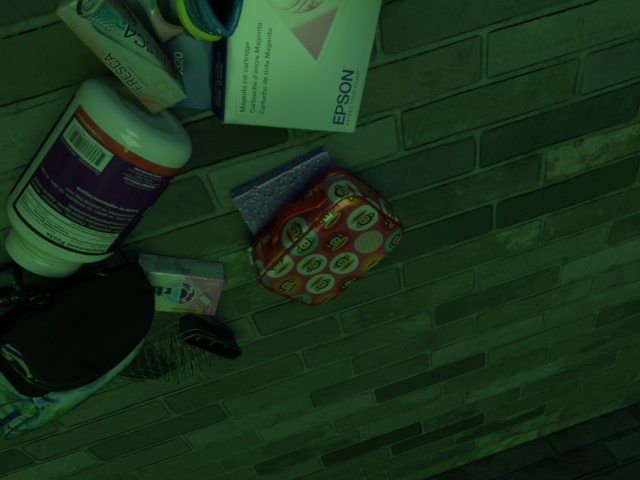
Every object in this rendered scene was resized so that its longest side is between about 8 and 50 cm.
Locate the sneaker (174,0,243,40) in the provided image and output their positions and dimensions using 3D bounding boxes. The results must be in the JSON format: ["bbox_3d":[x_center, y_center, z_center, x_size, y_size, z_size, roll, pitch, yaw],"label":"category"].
[{"bbox_3d":[-0.139,-0.370,0.520,0.091,0.126,0.240,-28,136,-25],"label":"sneaker"}]

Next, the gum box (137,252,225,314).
[{"bbox_3d":[-0.313,0.096,0.917,0.188,0.062,0.107,9,122,-22],"label":"gum box"}]

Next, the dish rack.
[{"bbox_3d":[-0.348,0.276,0.997,0.272,0.074,0.208,-30,145,7],"label":"dish rack"}]

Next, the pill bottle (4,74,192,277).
[{"bbox_3d":[-0.370,-0.090,0.691,0.181,0.181,0.323,34,111,-33],"label":"pill bottle"}]

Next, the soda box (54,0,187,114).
[{"bbox_3d":[-0.260,-0.259,0.572,0.063,0.058,0.183,-25,151,7],"label":"soda box"}]

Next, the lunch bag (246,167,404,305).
[{"bbox_3d":[0.000,0.000,0.868,0.293,0.120,0.258,-42,139,19],"label":"lunch bag"}]

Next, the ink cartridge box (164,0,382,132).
[{"bbox_3d":[-0.073,-0.342,0.666,0.330,0.071,0.324,-1,125,-17],"label":"ink cartridge box"}]

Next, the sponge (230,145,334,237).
[{"bbox_3d":[-0.064,-0.094,0.865,0.210,0.031,0.117,-27,129,-1],"label":"sponge"}]

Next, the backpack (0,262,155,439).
[{"bbox_3d":[-0.504,0.216,0.790,0.356,0.290,0.273,-14,105,24],"label":"backpack"}]

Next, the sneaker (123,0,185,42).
[{"bbox_3d":[-0.253,-0.419,0.542,0.131,0.112,0.319,-9,134,-18],"label":"sneaker"}]

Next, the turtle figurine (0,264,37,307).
[{"bbox_3d":[-0.679,0.123,0.794,0.234,0.118,0.175,-18,164,-19],"label":"turtle figurine"}]
